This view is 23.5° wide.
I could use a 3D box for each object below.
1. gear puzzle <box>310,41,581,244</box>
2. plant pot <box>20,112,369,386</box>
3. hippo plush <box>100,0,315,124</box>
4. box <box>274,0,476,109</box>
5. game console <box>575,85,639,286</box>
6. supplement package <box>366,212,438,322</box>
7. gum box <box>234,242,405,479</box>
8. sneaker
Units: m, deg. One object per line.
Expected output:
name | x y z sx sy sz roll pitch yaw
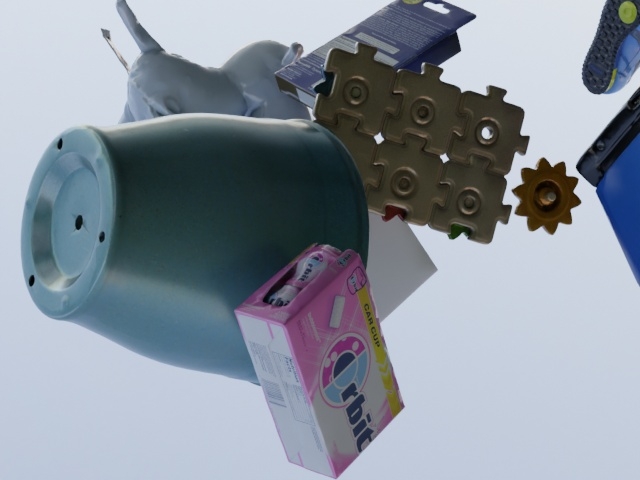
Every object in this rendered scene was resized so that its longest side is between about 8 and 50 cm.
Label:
gear puzzle | 0.137 -0.092 1.677 0.339 0.175 0.044 15 177 -19
plant pot | -0.136 -0.001 1.472 0.255 0.271 0.271 8 -142 -37
hippo plush | -0.134 -0.167 2.021 0.237 0.234 0.294 -17 -96 -21
box | 0.072 -0.227 1.878 0.225 0.036 0.136 -34 -142 -19
game console | 0.419 -0.125 1.604 0.173 0.293 0.250 47 -136 12
supplement package | 0.000 0.000 1.815 0.134 0.139 0.244 55 167 -30
gum box | 0.001 0.103 1.369 0.062 0.188 0.107 13 -137 40
sneaker | 0.441 -0.300 2.181 0.082 0.209 0.069 -16 -131 -35
